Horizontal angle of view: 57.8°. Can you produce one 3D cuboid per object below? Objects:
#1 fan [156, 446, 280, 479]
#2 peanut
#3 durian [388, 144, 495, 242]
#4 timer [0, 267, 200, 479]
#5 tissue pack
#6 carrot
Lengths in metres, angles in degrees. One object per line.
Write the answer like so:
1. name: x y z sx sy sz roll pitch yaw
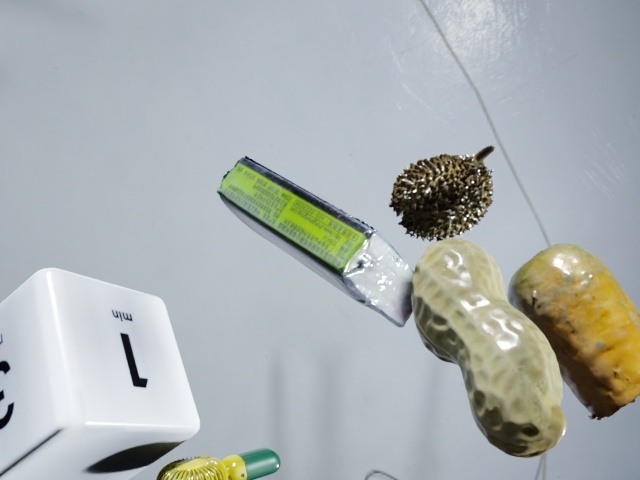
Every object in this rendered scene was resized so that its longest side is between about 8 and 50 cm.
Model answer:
1. fan: -0.118 0.275 0.688 0.155 0.082 0.039 -2 87 -36
2. peanut: 0.198 0.122 0.716 0.120 0.298 0.136 18 123 -36
3. durian: 0.193 -0.067 0.864 0.148 0.091 0.188 39 108 -11
4. timer: -0.290 0.177 0.685 0.192 0.194 0.195 -37 59 16
5. tissue pack: 0.000 0.000 1.178 0.394 0.288 0.124 32 84 40
6. carrot: 0.556 0.178 1.220 0.224 0.224 0.341 -36 64 8
